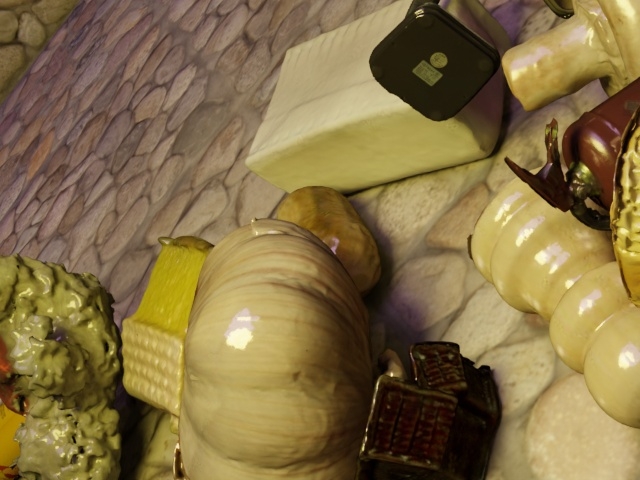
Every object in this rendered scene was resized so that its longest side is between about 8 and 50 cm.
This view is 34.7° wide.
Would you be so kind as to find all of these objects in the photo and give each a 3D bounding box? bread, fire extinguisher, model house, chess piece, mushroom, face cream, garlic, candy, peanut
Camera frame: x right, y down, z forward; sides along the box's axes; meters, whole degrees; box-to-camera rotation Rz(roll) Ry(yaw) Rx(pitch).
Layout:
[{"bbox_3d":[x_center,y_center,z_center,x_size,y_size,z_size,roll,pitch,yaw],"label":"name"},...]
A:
[{"bbox_3d":[0.283,-0.020,0.763,0.114,0.190,0.132,10,65,34],"label":"bread"},{"bbox_3d":[0.317,-0.126,0.885,0.341,0.141,0.105,-34,21,-5],"label":"fire extinguisher"},{"bbox_3d":[0.091,0.173,0.995,0.106,0.152,0.165,-8,56,42],"label":"model house"},{"bbox_3d":[0.249,0.059,0.922,0.143,0.142,0.261,-45,41,16],"label":"chess piece"},{"bbox_3d":[0.293,-0.220,1.028,0.209,0.206,0.206,7,62,18],"label":"mushroom"},{"bbox_3d":[-0.442,0.262,1.659,0.348,0.105,0.105,-44,34,17],"label":"face cream"},{"bbox_3d":[-0.047,0.136,1.107,0.322,0.241,0.322,-30,56,59],"label":"garlic"},{"bbox_3d":[0.075,-0.180,1.341,0.358,0.145,0.208,-13,50,46],"label":"candy"},{"bbox_3d":[0.000,0.000,1.308,0.120,0.110,0.236,-59,29,12],"label":"peanut"},{"bbox_3d":[-0.166,0.132,1.345,0.193,0.174,0.234,8,64,55],"label":"model house"}]

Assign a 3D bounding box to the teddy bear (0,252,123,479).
[{"bbox_3d":[-0.374,0.214,1.410,0.357,0.224,0.368,114,147,-71],"label":"teddy bear"}]

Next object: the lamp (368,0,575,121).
[{"bbox_3d":[0.191,-0.247,1.158,0.124,0.203,0.283,-34,24,55],"label":"lamp"}]
